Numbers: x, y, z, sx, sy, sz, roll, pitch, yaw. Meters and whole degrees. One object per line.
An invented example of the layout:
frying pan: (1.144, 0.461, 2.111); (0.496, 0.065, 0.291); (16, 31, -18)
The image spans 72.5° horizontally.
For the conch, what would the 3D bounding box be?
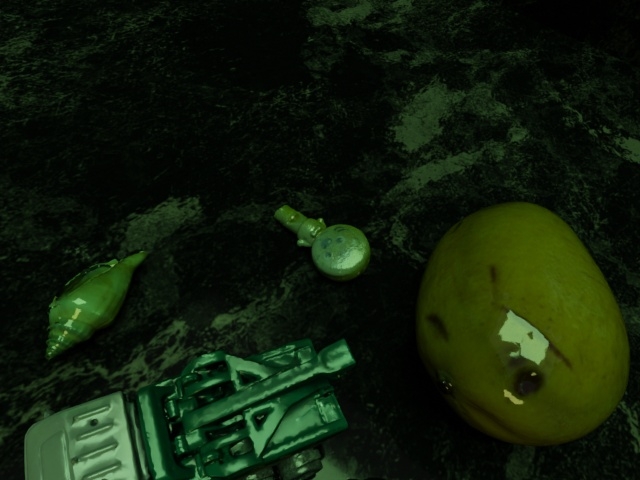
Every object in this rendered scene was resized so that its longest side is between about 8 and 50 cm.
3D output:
conch: (-0.336, 0.084, 0.639); (0.095, 0.079, 0.200); (1, 34, 5)

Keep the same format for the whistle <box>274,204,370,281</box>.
whistle: (0.000, 0.000, 0.790); (0.198, 0.057, 0.104); (32, 68, 23)

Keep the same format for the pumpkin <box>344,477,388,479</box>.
pumpkin: (0.055, 0.347, 0.407); (0.248, 0.248, 0.248); (6, 52, -7)

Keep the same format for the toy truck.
toy truck: (-0.134, 0.220, 0.513); (0.364, 0.178, 0.176); (-16, 58, -19)

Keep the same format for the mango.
mango: (0.311, 0.088, 0.677); (0.302, 0.220, 0.445); (26, 49, 12)
